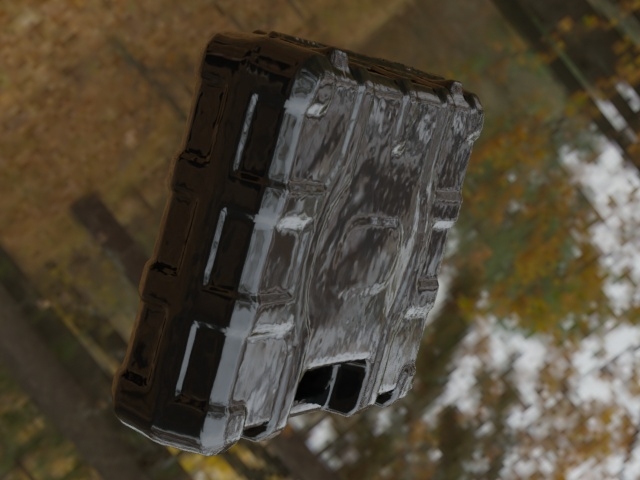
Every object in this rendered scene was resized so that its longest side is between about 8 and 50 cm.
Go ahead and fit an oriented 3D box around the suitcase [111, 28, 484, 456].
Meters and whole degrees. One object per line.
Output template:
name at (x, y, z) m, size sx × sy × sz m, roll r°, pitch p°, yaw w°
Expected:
suitcase at (-0.001, 0.000, 0.864) m, size 0.285 × 0.066 × 0.206 m, roll 0°, pitch 107°, yaw -67°
